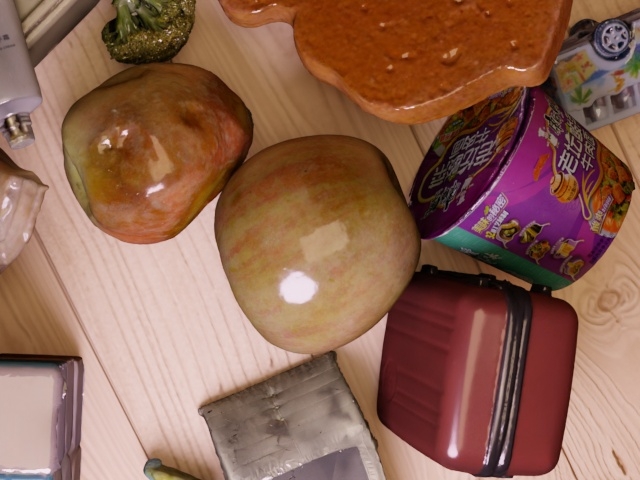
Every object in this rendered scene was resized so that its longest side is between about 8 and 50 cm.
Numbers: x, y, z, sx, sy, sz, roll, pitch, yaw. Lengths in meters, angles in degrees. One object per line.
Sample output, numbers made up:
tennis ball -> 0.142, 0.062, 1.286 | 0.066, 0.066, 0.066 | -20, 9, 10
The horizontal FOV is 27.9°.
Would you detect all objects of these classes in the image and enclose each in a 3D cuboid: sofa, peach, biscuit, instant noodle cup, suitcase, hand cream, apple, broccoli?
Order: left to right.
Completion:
hand cream -> -0.402, -0.264, 1.481 | 0.124, 0.078, 0.341 | -22, 85, -4
broccoli -> -0.216, -0.275, 1.595 | 0.131, 0.130, 0.120 | -31, 124, 10
peach -> -0.193, -0.114, 1.562 | 0.235, 0.214, 0.214 | -31, 96, -12
sofa -> -0.023, 0.300, 1.663 | 0.210, 0.176, 0.225 | -24, 124, -6
apple -> 0.000, 0.000, 1.562 | 0.234, 0.257, 0.257 | -25, 95, 4
biscuit -> 0.100, -0.331, 1.576 | 0.455, 0.078, 0.350 | 37, 86, 20
suitcase -> 0.184, 0.157, 1.576 | 0.161, 0.297, 0.236 | 8, 92, -16
instant noodle cup -> 0.256, -0.064, 1.616 | 0.190, 0.251, 0.251 | 31, 88, -18

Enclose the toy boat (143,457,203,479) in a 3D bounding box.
toy boat -> -0.137, 0.397, 1.634 | 0.084, 0.111, 0.276 | -22, 92, -11

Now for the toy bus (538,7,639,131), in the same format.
toy bus -> 0.444, -0.253, 1.694 | 0.329, 0.109, 0.136 | -21, 104, -6

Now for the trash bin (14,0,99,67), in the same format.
trash bin -> -0.419, -0.327, 1.567 | 0.243, 0.121, 0.247 | -45, 95, -4

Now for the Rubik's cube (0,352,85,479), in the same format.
Rubik's cube -> -0.452, 0.296, 1.453 | 0.344, 0.346, 0.347 | 3, 84, -5

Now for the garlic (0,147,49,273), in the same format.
garlic -> -0.517, -0.059, 1.506 | 0.340, 0.246, 0.231 | 22, 100, -23
